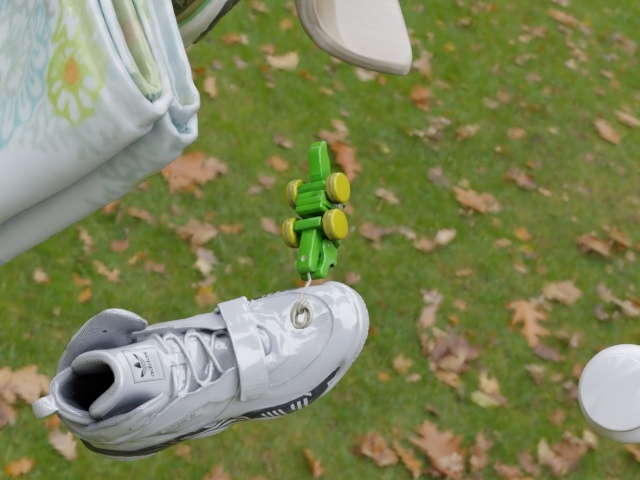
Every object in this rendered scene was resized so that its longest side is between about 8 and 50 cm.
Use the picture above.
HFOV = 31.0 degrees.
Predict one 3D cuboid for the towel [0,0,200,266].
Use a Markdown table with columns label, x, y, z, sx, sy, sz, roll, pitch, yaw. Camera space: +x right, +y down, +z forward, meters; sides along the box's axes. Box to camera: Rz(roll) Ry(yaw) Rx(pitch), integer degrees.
| label | x | y | z | sx | sy | sz | roll | pitch | yaw |
| --- | --- | --- | --- | --- | --- | --- | --- | --- | --- |
| towel | -0.254 | -0.133 | 0.734 | 0.090 | 0.374 | 0.321 | 12 | 57 | -54 |

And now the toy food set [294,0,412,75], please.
| label | x | y | z | sx | sy | sz | roll | pitch | yaw |
| --- | --- | --- | --- | --- | --- | --- | --- | --- | --- |
| toy food set | 0.033 | -0.251 | 0.469 | 0.092 | 0.306 | 0.220 | -1 | 52 | -13 |

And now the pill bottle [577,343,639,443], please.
| label | x | y | z | sx | sy | sz | roll | pitch | yaw |
| --- | --- | --- | --- | --- | --- | --- | --- | --- | --- |
| pill bottle | 0.439 | 0.216 | 1.622 | 0.136 | 0.136 | 0.245 | 38 | 8 | 24 |

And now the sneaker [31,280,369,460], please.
| label | x | y | z | sx | sy | sz | roll | pitch | yaw |
| --- | --- | --- | --- | --- | --- | --- | --- | --- | --- |
| sneaker | -0.129 | 0.135 | 1.249 | 0.210 | 0.365 | 0.137 | 47 | 21 | -71 |

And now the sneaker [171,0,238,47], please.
| label | x | y | z | sx | sy | sz | roll | pitch | yaw |
| --- | --- | --- | --- | --- | --- | --- | --- | --- | --- |
| sneaker | -0.169 | -0.304 | 1.235 | 0.182 | 0.410 | 0.158 | 46 | 47 | -13 |

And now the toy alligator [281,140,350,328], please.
| label | x | y | z | sx | sy | sz | roll | pitch | yaw |
| --- | --- | --- | --- | --- | --- | --- | --- | --- | --- |
| toy alligator | 0.000 | 0.000 | 1.069 | 0.051 | 0.056 | 0.190 | 35 | 53 | -50 |
